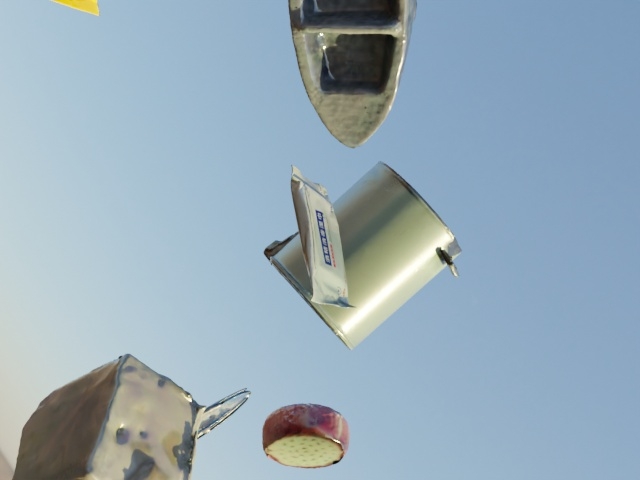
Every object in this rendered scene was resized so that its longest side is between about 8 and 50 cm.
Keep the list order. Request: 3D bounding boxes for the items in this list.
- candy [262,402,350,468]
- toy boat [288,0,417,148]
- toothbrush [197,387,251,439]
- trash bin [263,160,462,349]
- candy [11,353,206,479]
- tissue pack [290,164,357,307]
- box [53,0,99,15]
[{"bbox_3d":[-0.017,0.227,1.276,0.103,0.103,0.043,84,5,-52],"label":"candy"},{"bbox_3d":[0.034,-0.237,1.148,0.127,0.078,0.283,2,-64,12],"label":"toy boat"},{"bbox_3d":[-0.280,0.335,1.648,0.035,0.413,0.042,61,-10,-10],"label":"toothbrush"},{"bbox_3d":[0.077,0.027,1.929,0.277,0.262,0.217,46,-4,30],"label":"trash bin"},{"bbox_3d":[-0.236,0.243,1.210,0.195,0.185,0.137,-28,-53,35],"label":"candy"},{"bbox_3d":[0.000,0.000,1.530,0.122,0.026,0.193,27,48,-63],"label":"tissue pack"},{"bbox_3d":[-0.283,-0.372,1.186,0.129,0.033,0.247,-7,83,-72],"label":"box"}]
